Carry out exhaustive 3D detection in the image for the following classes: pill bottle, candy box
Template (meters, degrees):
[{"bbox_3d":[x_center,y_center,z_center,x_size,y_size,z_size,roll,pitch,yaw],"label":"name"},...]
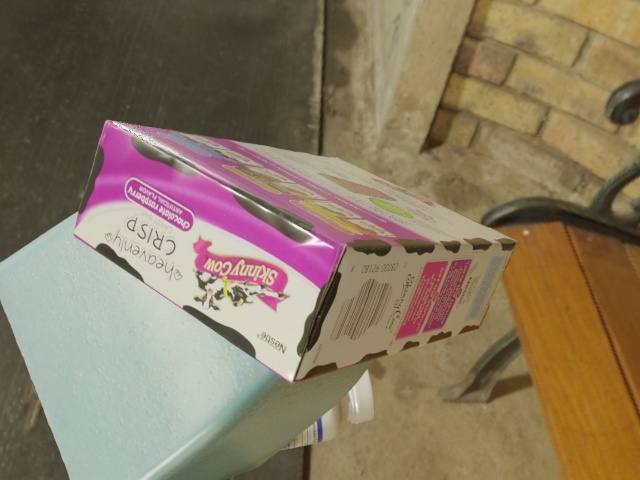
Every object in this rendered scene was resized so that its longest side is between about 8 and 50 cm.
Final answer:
[{"bbox_3d":[-0.052,0.275,1.301,0.271,0.152,0.152,-10,51,-9],"label":"pill bottle"},{"bbox_3d":[0.000,0.000,0.453,0.159,0.071,0.233,29,16,29],"label":"candy box"}]

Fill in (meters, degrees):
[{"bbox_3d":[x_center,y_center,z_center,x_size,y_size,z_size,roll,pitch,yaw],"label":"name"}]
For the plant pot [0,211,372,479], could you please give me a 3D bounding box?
[{"bbox_3d":[-0.083,0.063,0.687,0.247,0.252,0.247,4,54,-60],"label":"plant pot"}]
